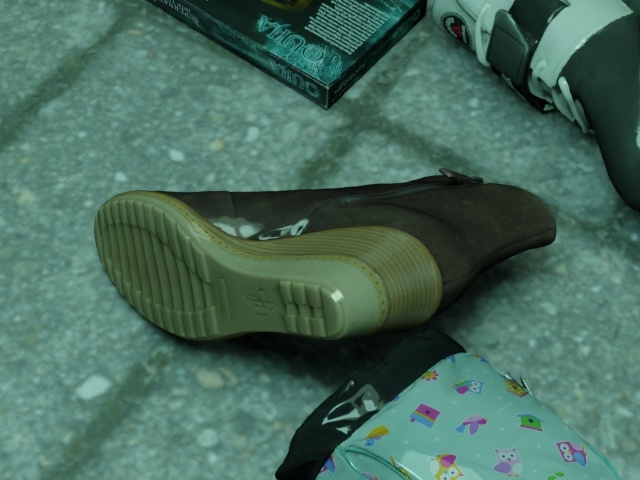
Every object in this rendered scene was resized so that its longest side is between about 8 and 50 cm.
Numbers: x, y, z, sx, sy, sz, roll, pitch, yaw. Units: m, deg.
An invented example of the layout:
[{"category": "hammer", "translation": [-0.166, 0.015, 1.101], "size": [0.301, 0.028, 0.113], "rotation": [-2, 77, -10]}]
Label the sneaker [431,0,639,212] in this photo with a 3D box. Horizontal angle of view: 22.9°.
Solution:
[{"category": "sneaker", "translation": [0.161, -0.144, 1.122], "size": [0.146, 0.122, 0.330], "rotation": [-17, 55, 7]}]

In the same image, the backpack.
[{"category": "backpack", "translation": [0.083, 0.145, 0.890], "size": [0.182, 0.115, 0.152], "rotation": [41, 59, 21]}]

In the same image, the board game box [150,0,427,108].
[{"category": "board game box", "translation": [-0.031, -0.185, 1.183], "size": [0.186, 0.026, 0.126], "rotation": [33, 59, 20]}]

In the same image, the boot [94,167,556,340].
[{"category": "boot", "translation": [0.000, 0.000, 1.019], "size": [0.248, 0.090, 0.207], "rotation": [15, 25, 39]}]
